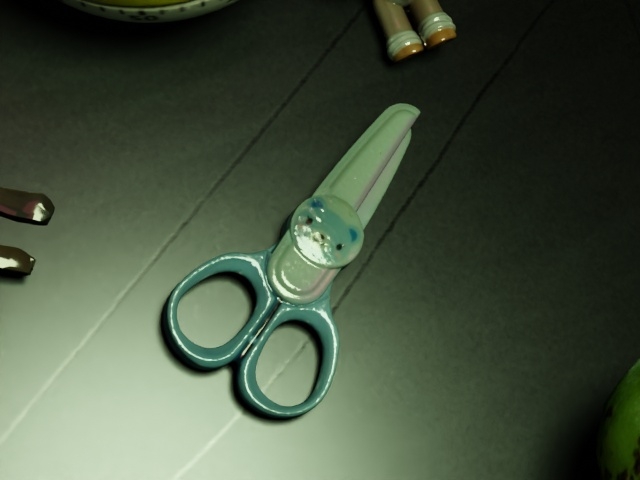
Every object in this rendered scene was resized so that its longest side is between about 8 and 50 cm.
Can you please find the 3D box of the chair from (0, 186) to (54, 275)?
[{"bbox_3d":[-0.337,0.016,0.821,0.319,0.160,0.186,20,71,-11],"label":"chair"}]

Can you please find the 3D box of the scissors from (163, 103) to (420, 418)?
[{"bbox_3d":[0.000,0.000,1.000,0.125,0.030,0.256,37,66,-4],"label":"scissors"}]

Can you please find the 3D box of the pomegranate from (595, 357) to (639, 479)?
[{"bbox_3d":[0.253,0.171,0.945,0.263,0.211,0.211,-26,77,18],"label":"pomegranate"}]

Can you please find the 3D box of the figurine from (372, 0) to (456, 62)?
[{"bbox_3d":[0.043,-0.234,1.066,0.147,0.093,0.197,-22,79,-7],"label":"figurine"}]

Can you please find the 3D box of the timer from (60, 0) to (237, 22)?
[{"bbox_3d":[-0.118,-0.297,0.916,0.285,0.285,0.285,6,69,-16],"label":"timer"}]
